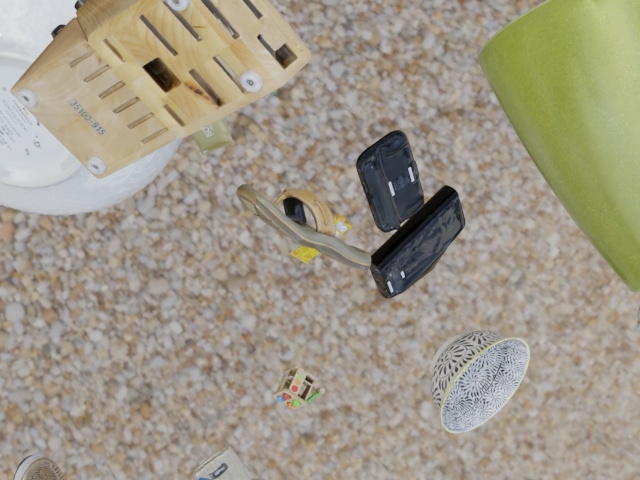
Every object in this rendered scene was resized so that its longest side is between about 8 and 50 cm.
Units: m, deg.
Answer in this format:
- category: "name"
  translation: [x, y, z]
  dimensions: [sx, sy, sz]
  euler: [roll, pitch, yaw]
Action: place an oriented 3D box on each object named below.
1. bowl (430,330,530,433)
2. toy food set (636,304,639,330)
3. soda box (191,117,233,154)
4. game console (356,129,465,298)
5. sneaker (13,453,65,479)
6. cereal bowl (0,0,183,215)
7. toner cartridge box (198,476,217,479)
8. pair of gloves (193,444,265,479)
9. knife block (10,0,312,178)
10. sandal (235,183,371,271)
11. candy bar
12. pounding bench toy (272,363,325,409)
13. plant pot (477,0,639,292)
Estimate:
- category: "bowl"
  translation: [0.213, 0.188, 1.498]
  dimensions: [0.170, 0.080, 0.170]
  euler: [-25, 136, -27]
- category: "toy food set"
  translation: [0.606, 0.158, 1.790]
  dimensions: [0.111, 0.232, 0.105]
  euler: [21, 75, 4]
- category: "soda box"
  translation: [-0.199, -0.219, 1.673]
  dimensions: [0.058, 0.061, 0.181]
  euler: [-22, 146, 3]
- category: "game console"
  translation: [0.153, -0.058, 1.831]
  dimensions: [0.213, 0.044, 0.361]
  euler: [-43, 142, -17]
- category: "sneaker"
  translation: [-0.506, 0.436, 1.728]
  dimensions: [0.099, 0.153, 0.282]
  euler: [-37, 144, -41]
- category: "cereal bowl"
  translation: [-0.303, -0.159, 1.101]
  dimensions: [0.338, 0.141, 0.339]
  euler: [2, 127, 2]
- category: "toner cartridge box"
  translation: [0.037, 0.340, 0.980]
  dimensions: [0.347, 0.165, 0.075]
  euler: [9, 155, 2]
- category: "pair of gloves"
  translation: [-0.174, 0.465, 1.673]
  dimensions: [0.240, 0.042, 0.204]
  euler: [-44, 109, -1]
- category: "knife block"
  translation: [-0.095, -0.167, 0.732]
  dimensions: [0.088, 0.275, 0.242]
  euler: [47, 46, -24]
- category: "sandal"
  translation: [-0.011, -0.020, 0.985]
  dimensions: [0.180, 0.072, 0.049]
  euler: [27, 92, -42]
- category: "candy bar"
  translation: [0.000, 0.000, 1.857]
  dimensions: [0.040, 0.018, 0.161]
  euler: [33, 137, -16]
- category: "pounding bench toy"
  translation: [-0.036, 0.283, 1.924]
  dimensions: [0.083, 0.052, 0.065]
  euler: [35, 57, -15]
- category: "plant pot"
  translation: [0.342, -0.104, 1.091]
  dimensions: [0.274, 0.275, 0.294]
  euler: [-14, 81, -25]
